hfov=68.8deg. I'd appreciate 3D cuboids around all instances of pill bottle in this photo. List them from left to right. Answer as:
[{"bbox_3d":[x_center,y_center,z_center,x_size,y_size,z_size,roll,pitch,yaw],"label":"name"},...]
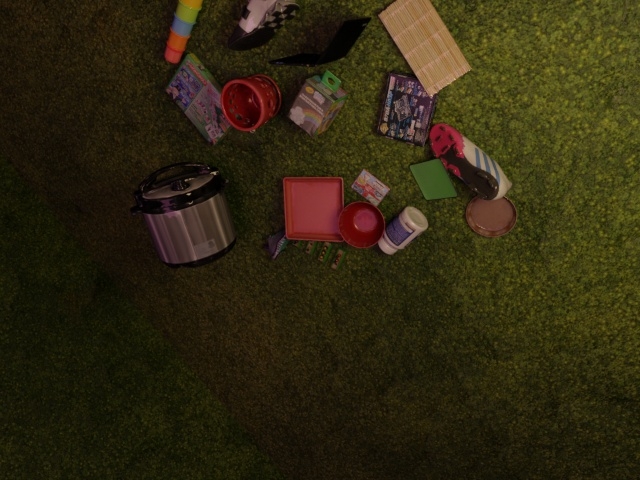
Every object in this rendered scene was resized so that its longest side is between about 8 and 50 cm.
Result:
[{"bbox_3d":[0.306,-0.032,1.773,0.112,0.112,0.186,44,128,1],"label":"pill bottle"}]

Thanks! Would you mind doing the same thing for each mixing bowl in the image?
[{"bbox_3d":[0.168,-0.070,1.824,0.182,0.098,0.181,4,104,16],"label":"mixing bowl"}]

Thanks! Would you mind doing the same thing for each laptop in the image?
[{"bbox_3d":[0.000,-0.650,1.521,0.265,0.234,0.136,13,121,23],"label":"laptop"}]

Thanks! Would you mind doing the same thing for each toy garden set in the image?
[{"bbox_3d":[0.000,0.000,2.000,0.244,0.049,0.203,30,127,11],"label":"toy garden set"}]

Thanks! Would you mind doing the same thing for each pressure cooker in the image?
[{"bbox_3d":[-0.580,-0.133,2.047,0.376,0.370,0.420,1,120,25],"label":"pressure cooker"}]

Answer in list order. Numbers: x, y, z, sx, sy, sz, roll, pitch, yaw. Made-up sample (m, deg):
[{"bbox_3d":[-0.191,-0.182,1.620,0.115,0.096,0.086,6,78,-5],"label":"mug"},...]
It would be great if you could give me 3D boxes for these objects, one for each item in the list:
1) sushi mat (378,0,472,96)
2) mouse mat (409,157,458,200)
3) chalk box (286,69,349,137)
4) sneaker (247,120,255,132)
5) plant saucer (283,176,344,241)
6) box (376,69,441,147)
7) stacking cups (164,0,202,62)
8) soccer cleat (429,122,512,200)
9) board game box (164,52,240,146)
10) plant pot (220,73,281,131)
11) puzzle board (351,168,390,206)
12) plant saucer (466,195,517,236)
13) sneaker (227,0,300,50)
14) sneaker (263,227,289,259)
[{"bbox_3d":[0.323,-0.623,1.458,0.151,0.019,0.316,-32,91,30],"label":"sushi mat"},{"bbox_3d":[0.392,-0.210,1.630,0.152,0.007,0.190,60,161,-12],"label":"mouse mat"},{"bbox_3d":[0.001,-0.502,1.669,0.132,0.132,0.213,41,127,4],"label":"chalk box"},{"bbox_3d":[-0.276,-0.477,1.897,0.037,0.032,0.083,2,117,28],"label":"sneaker"},{"bbox_3d":[-0.021,-0.130,1.901,0.259,0.048,0.258,3,103,21],"label":"plant saucer"},{"bbox_3d":[0.299,-0.445,1.585,0.175,0.051,0.220,20,124,19],"label":"box"},{"bbox_3d":[-0.526,-0.832,1.808,0.096,0.096,0.316,39,131,4],"label":"stacking cups"},{"bbox_3d":[0.495,-0.261,1.552,0.331,0.143,0.116,56,137,22],"label":"soccer cleat"},{"bbox_3d":[-0.487,-0.580,1.948,0.214,0.046,0.317,-36,96,37],"label":"board game box"},{"bbox_3d":[-0.253,-0.525,1.768,0.191,0.174,0.191,13,121,22],"label":"plant pot"},{"bbox_3d":[0.191,-0.202,1.806,0.128,0.011,0.096,38,128,4],"label":"puzzle board"},{"bbox_3d":[0.597,-0.093,1.631,0.169,0.029,0.168,13,121,23],"label":"plant saucer"},{"bbox_3d":[-0.216,-0.797,1.649,0.331,0.122,0.146,-21,87,37],"label":"sneaker"},{"bbox_3d":[-0.190,-0.013,2.081,0.098,0.083,0.223,41,129,9],"label":"sneaker"}]
